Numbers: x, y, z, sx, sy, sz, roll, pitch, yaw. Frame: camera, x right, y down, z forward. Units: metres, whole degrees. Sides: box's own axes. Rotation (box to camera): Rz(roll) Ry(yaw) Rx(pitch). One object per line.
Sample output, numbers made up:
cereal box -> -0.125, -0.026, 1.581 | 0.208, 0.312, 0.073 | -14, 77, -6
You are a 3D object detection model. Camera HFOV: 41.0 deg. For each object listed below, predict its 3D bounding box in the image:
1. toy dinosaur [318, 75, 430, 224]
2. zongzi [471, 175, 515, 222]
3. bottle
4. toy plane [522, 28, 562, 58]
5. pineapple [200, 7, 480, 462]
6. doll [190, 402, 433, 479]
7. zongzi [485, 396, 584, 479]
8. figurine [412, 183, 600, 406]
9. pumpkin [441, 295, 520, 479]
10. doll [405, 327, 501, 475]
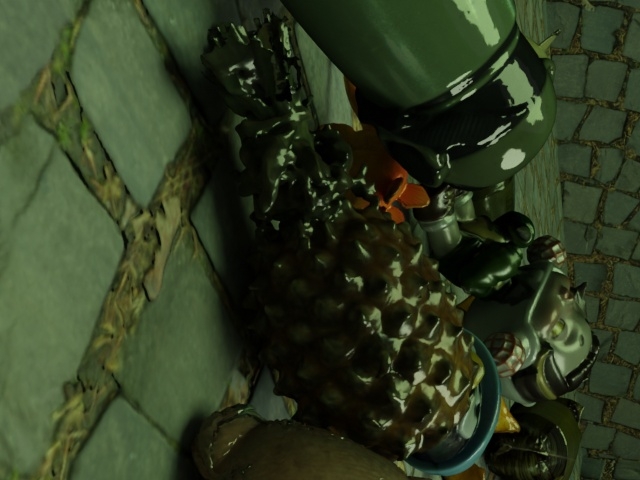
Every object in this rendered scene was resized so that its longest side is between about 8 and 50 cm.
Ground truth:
toy dinosaur -> 0.054, -0.074, 0.829 | 0.070, 0.117, 0.288 | 50, 45, -57
zongzi -> 0.238, -0.123, 1.301 | 0.274, 0.125, 0.250 | -54, 143, -60
bottle -> 0.068, -0.192, 0.686 | 0.347, 0.169, 0.168 | 51, 37, -27
toy plane -> 0.275, -0.310, 1.337 | 0.256, 0.104, 0.241 | 5, 49, -31
pineapple -> 0.000, 0.000, 0.663 | 0.361, 0.175, 0.175 | 66, 26, -11
doll -> -0.033, 0.269, 0.556 | 0.156, 0.201, 0.303 | 123, -10, -56
zongzi -> 0.399, 0.472, 1.634 | 0.289, 0.154, 0.317 | -7, 100, -61
figurine -> 0.240, 0.068, 1.129 | 0.370, 0.167, 0.281 | 57, 41, -16
pumpkin -> 0.223, 0.211, 1.263 | 0.290, 0.095, 0.258 | -14, 98, -62
doll -> 0.120, 0.158, 0.945 | 0.314, 0.141, 0.177 | 49, 39, -53
